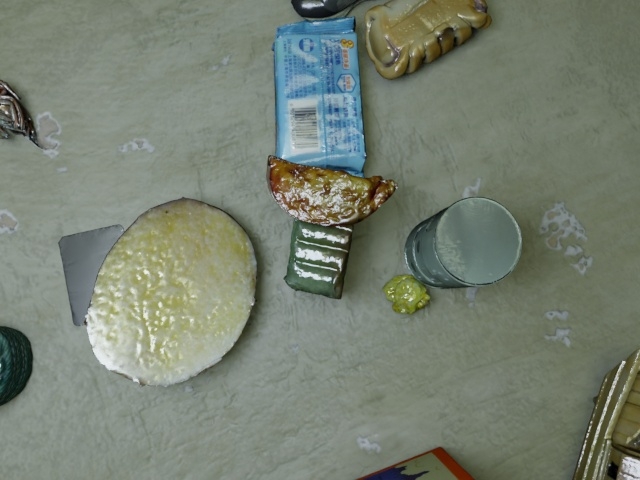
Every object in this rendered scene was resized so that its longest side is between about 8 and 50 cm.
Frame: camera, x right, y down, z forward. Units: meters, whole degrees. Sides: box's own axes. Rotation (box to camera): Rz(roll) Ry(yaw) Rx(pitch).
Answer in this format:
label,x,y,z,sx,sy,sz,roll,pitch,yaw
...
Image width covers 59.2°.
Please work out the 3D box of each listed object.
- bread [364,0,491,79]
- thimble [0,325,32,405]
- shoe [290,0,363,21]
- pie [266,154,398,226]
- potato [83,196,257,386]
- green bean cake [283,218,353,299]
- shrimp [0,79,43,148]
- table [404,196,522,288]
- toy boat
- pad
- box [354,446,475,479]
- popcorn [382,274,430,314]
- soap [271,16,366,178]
label,x,y,z,sx,sy,sz,roll,pitch,yaw
bread,0.182,-0.377,0.992,0.225,0.081,0.134,-29,80,-4
thimble,-0.531,0.200,0.887,0.119,0.090,0.135,17,80,-2
shoe,0.056,-0.465,0.982,0.228,0.112,0.099,-23,85,-6
pie,0.008,-0.064,0.792,0.191,0.033,0.088,12,83,5
potato,-0.227,0.088,0.903,0.239,0.116,0.298,22,71,-6
green bean cake,0.000,0.000,0.887,0.094,0.181,0.173,10,85,1
shrimp,-0.544,-0.222,0.953,0.190,0.075,0.073,47,51,-6
table,0.211,0.012,0.873,0.127,0.220,0.126,0,85,-3
toy boat,0.459,0.390,0.864,0.136,0.162,0.445,16,83,2
pad,-0.376,0.058,0.954,0.112,0.003,0.157,-13,84,-4
box,0.144,0.518,0.757,0.257,0.318,0.348,-20,85,-3
popcorn,0.144,0.087,0.944,0.060,0.068,0.083,-36,46,-28
soap,-0.004,-0.231,0.967,0.156,0.077,0.292,-1,84,-3
